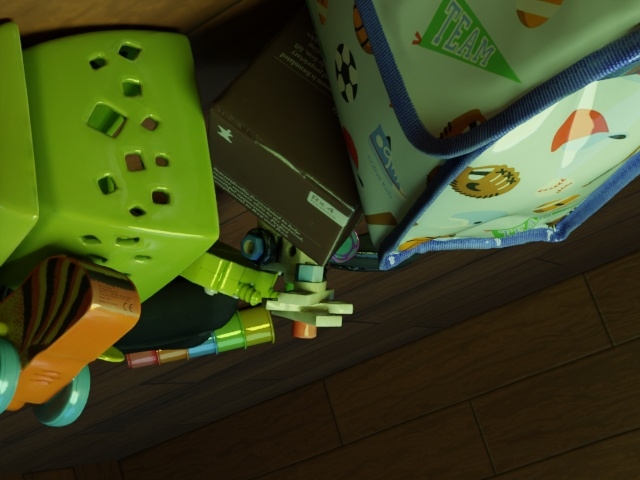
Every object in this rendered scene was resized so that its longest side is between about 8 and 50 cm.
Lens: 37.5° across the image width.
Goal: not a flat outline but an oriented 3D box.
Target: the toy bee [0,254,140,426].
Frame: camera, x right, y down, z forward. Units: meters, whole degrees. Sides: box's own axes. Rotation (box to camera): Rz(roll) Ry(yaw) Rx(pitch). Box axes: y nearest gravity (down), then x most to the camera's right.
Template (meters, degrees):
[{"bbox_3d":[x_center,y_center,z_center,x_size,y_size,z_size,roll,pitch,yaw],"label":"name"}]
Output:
[{"bbox_3d":[-0.296,0.101,0.866,0.298,0.162,0.195,-35,143,3],"label":"toy bee"}]

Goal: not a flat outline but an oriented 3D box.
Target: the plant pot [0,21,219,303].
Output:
[{"bbox_3d":[-0.250,-0.066,0.910,0.207,0.228,0.227,3,156,-37],"label":"plant pot"}]

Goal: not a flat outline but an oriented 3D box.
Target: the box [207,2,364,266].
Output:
[{"bbox_3d":[0.010,-0.119,0.952,0.203,0.168,0.167,-50,175,-21],"label":"box"}]

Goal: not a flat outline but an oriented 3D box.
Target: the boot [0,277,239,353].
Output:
[{"bbox_3d":[-0.315,0.113,1.537,0.445,0.146,0.367,1,164,-41],"label":"boot"}]

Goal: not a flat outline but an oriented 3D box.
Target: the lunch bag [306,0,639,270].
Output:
[{"bbox_3d":[0.123,-0.191,0.700,0.238,0.328,0.385,-11,164,-16],"label":"lunch bag"}]

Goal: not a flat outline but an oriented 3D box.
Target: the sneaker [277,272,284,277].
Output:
[{"bbox_3d":[-0.089,0.053,1.779,0.032,0.037,0.083,-29,159,38],"label":"sneaker"}]

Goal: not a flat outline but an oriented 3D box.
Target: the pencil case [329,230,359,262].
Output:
[{"bbox_3d":[0.000,0.000,1.569,0.064,0.070,0.151,19,173,-31],"label":"pencil case"}]

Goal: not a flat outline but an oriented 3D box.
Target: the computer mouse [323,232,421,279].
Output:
[{"bbox_3d":[0.097,0.034,1.852,0.272,0.072,0.188,-17,163,-3],"label":"computer mouse"}]

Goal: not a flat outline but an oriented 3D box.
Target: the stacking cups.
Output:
[{"bbox_3d":[-0.260,0.212,2.025,0.316,0.096,0.096,-13,163,-14],"label":"stacking cups"}]

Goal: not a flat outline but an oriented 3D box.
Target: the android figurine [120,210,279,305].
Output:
[{"bbox_3d":[-0.168,0.023,1.264,0.248,0.272,0.056,16,99,-64],"label":"android figurine"}]

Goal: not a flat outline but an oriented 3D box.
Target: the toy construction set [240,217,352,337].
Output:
[{"bbox_3d":[0.001,-0.044,1.138,0.215,0.328,0.151,7,169,40],"label":"toy construction set"}]
